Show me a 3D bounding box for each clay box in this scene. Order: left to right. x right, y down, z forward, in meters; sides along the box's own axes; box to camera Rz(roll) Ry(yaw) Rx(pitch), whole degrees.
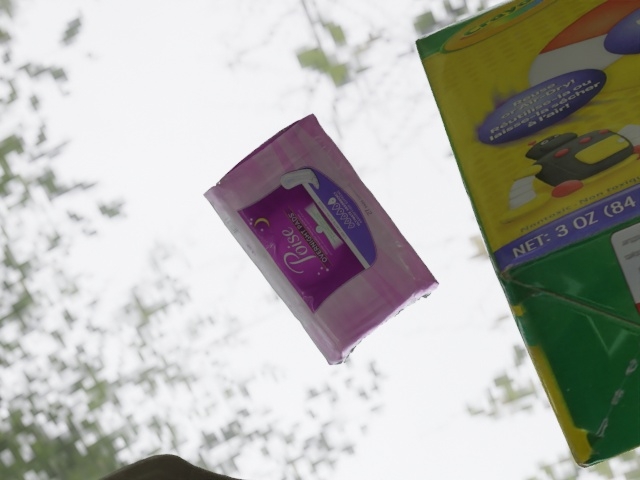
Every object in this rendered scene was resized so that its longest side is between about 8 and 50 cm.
[{"bbox_3d":[0.095,-0.035,0.487,0.127,0.053,0.222,-23,-160,5],"label":"clay box"}]

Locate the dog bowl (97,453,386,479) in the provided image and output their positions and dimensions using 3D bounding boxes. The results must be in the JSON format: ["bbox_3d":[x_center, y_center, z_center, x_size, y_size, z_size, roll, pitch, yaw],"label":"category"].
[{"bbox_3d":[-0.048,0.298,1.169,0.349,0.102,0.348,-4,-116,9],"label":"dog bowl"}]

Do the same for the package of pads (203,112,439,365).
[{"bbox_3d":[0.000,0.000,0.737,0.050,0.083,0.032,-37,-179,-12],"label":"package of pads"}]
